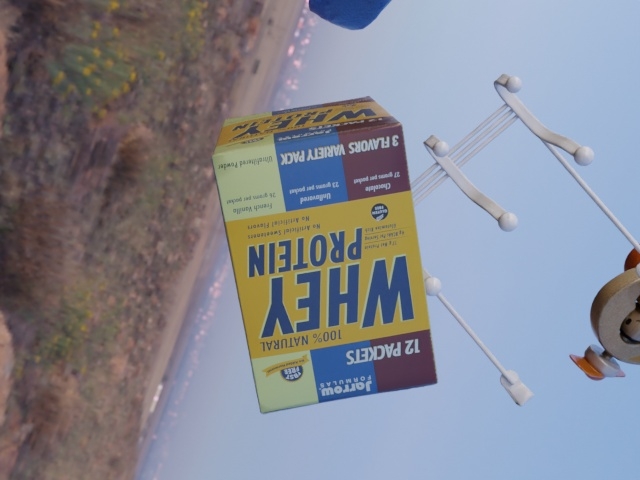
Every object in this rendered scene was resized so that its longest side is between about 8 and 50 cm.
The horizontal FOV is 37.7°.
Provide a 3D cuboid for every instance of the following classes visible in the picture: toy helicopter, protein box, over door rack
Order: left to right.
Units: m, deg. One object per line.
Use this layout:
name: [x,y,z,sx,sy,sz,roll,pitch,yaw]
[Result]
protein box: [0.000,0.000,0.757,0.201,0.135,0.200,-104,-175,-75]
over door rack: [0.229,0.007,1.070,0.239,0.324,0.108,-40,-171,2]
toy helicopter: [0.533,0.187,1.524,0.235,0.355,0.140,-33,-146,3]

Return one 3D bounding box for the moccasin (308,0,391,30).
moccasin: [0.082,-0.353,0.949,0.342,0.137,0.117,-30,-142,51]
